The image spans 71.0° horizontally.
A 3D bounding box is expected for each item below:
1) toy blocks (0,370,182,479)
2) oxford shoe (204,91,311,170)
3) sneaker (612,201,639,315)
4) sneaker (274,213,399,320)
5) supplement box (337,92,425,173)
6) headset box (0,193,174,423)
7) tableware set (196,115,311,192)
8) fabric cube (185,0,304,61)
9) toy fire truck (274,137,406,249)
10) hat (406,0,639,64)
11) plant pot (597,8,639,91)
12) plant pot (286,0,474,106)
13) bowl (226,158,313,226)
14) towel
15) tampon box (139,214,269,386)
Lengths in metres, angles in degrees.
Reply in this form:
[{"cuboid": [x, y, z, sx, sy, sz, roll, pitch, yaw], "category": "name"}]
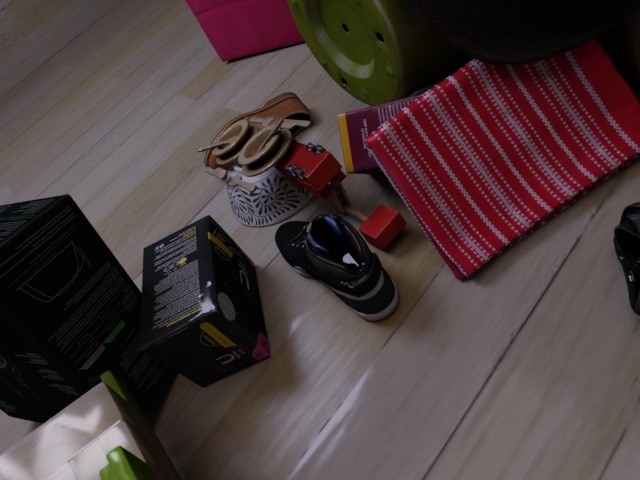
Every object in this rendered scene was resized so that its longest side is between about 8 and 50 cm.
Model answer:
[{"cuboid": [-0.196, 0.301, 0.314, 0.261, 0.190, 0.381, -36, 53, -21], "category": "toy blocks"}, {"cuboid": [-0.111, -0.183, 0.796, 0.212, 0.076, 0.076, -37, 53, -4], "category": "oxford shoe"}, {"cuboid": [0.354, -0.044, 0.400, 0.147, 0.104, 0.295, 10, 63, 28], "category": "sneaker"}, {"cuboid": [0.000, 0.000, 0.547, 0.079, 0.121, 0.217, -46, 47, -13], "category": "sneaker"}, {"cuboid": [0.131, -0.142, 0.589, 0.188, 0.104, 0.080, -7, 95, 23], "category": "supplement box"}, {"cuboid": [-0.345, 0.105, 0.550, 0.247, 0.283, 0.131, -3, 37, 25], "category": "headset box"}, {"cuboid": [-0.111, -0.144, 0.655, 0.128, 0.039, 0.194, -51, 36, -9], "category": "tableware set"}, {"cuboid": [-0.145, -0.617, 1.038, 0.258, 0.259, 0.254, 0, 53, 29], "category": "fabric cube"}, {"cuboid": [0.015, -0.068, 0.605, 0.047, 0.135, 0.192, -49, 33, -5], "category": "toy fire truck"}, {"cuboid": [0.219, -0.330, 0.392, 0.331, 0.331, 0.134, -33, 11, 1], "category": "hat"}, {"cuboid": [0.403, -0.232, 0.501, 0.167, 0.167, 0.165, -25, 39, 9], "category": "plant pot"}, {"cuboid": [0.150, -0.377, 0.600, 0.353, 0.366, 0.366, -41, 46, -8], "category": "plant pot"}, {"cuboid": [-0.089, -0.112, 0.718, 0.170, 0.080, 0.170, -15, 49, 18], "category": "bowl"}, {"cuboid": [0.213, -0.110, 0.494, 0.275, 0.198, 0.031, -35, 4, -1], "category": "towel"}, {"cuboid": [-0.145, 0.075, 0.566, 0.102, 0.120, 0.161, -27, 46, 8], "category": "tampon box"}]
